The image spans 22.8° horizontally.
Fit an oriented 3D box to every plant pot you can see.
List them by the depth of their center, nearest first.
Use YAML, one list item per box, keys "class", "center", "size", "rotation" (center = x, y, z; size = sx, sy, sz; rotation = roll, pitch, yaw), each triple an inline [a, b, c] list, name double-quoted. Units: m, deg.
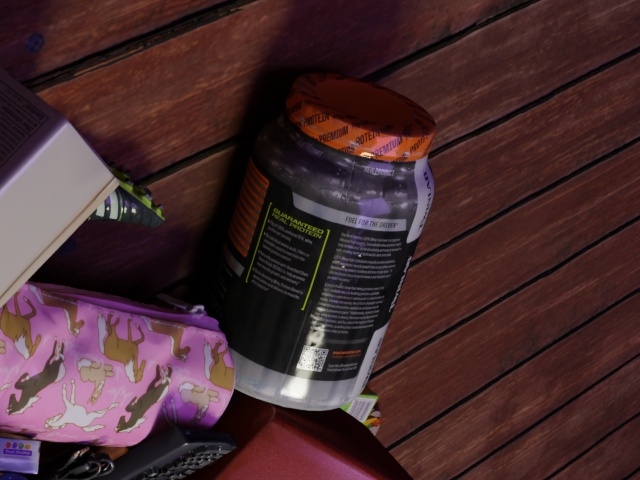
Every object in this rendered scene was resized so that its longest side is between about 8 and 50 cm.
- class: "plant pot"
  center: [-0.066, 0.296, 1.868]
  size: [0.267, 0.267, 0.236]
  rotation: [-46, 118, -2]

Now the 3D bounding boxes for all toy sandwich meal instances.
- class: "toy sandwich meal"
  center: [0.058, 0.272, 2.203]
  size: [0.085, 0.029, 0.086]
  rotation: [-29, 138, -31]

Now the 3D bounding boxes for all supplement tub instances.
- class: "supplement tub"
  center: [0.000, 0.000, 1.761]
  size: [0.207, 0.207, 0.338]
  rotation: [-8, 125, -46]

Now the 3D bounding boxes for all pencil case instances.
- class: "pencil case"
  center: [-0.258, 0.119, 1.609]
  size: [0.386, 0.160, 0.167]
  rotation: [16, 67, -52]

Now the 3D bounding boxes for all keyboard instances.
- class: "keyboard"
  center: [-0.254, 0.278, 1.715]
  size: [0.317, 0.033, 0.201]
  rotation: [-32, 153, 24]

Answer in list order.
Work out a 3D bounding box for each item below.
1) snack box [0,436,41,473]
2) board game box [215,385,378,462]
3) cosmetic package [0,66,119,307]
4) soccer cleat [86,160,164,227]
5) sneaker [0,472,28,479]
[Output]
- class: "snack box"
  center: [-0.360, 0.209, 1.574]
  size: [0.141, 0.100, 0.037]
  rotation: [9, 81, -26]
- class: "board game box"
  center: [-0.035, 0.239, 2.065]
  size: [0.259, 0.039, 0.124]
  rotation: [12, 109, -54]
- class: "cosmetic package"
  center: [-0.348, -0.004, 1.402]
  size: [0.309, 0.160, 0.113]
  rotation: [-47, 144, -8]
- class: "soccer cleat"
  center: [-0.230, -0.046, 1.597]
  size: [0.072, 0.060, 0.179]
  rotation: [-49, 139, 9]
- class: "sneaker"
  center: [-0.298, 0.295, 1.563]
  size: [0.111, 0.296, 0.131]
  rotation: [10, 82, -9]
